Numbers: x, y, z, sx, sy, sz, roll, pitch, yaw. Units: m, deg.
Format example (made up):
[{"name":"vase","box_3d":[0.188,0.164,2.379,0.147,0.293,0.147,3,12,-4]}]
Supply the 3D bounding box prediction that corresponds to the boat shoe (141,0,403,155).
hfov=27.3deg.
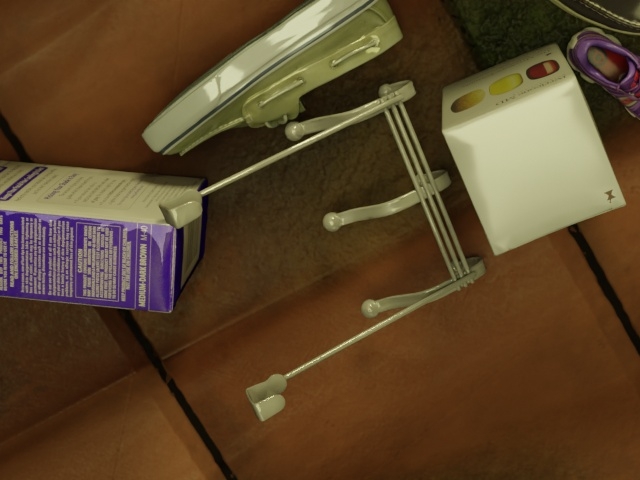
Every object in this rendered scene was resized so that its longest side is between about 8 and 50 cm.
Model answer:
[{"name":"boat shoe","box_3d":[-0.051,-0.170,1.398,0.302,0.109,0.094,-34,102,11]}]

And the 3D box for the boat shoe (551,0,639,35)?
[{"name":"boat shoe","box_3d":[0.244,-0.302,1.337,0.285,0.092,0.103,38,105,-6]}]

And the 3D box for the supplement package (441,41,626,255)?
[{"name":"supplement package","box_3d":[0.207,-0.099,1.320,0.139,0.244,0.133,-22,103,11]}]

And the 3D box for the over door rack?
[{"name":"over door rack","box_3d":[0.000,0.000,1.386,0.324,0.108,0.239,-30,105,-26]}]

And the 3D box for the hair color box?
[{"name":"hair color box","box_3d":[-0.305,-0.012,1.423,0.339,0.185,0.110,7,108,4]}]

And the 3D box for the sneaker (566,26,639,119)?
[{"name":"sneaker","box_3d":[0.333,-0.161,1.381,0.170,0.071,0.068,27,106,-3]}]
